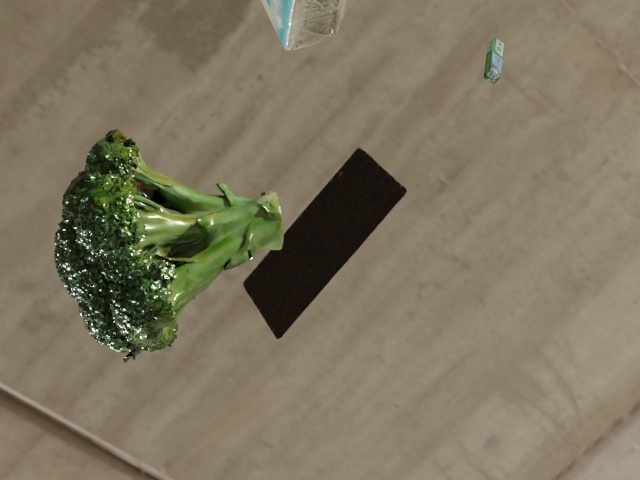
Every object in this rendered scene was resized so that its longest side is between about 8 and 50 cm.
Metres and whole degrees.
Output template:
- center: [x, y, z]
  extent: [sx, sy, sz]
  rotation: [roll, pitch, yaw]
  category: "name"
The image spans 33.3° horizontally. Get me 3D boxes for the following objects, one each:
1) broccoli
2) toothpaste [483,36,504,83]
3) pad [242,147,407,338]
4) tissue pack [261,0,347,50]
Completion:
- center: [-0.177, -0.006, 1.246]
  extent: [0.269, 0.269, 0.254]
  rotation: [-54, -176, -3]
  category: "broccoli"
- center: [0.249, -0.259, 1.538]
  extent: [0.017, 0.020, 0.083]
  rotation: [-47, -160, 44]
  category: "toothpaste"
- center: [0.000, 0.000, 1.836]
  extent: [0.330, 0.004, 0.220]
  rotation: [-49, -149, 7]
  category: "pad"
- center: [-0.053, -0.494, 1.856]
  extent: [0.271, 0.124, 0.201]
  rotation: [64, -22, 21]
  category: "tissue pack"
